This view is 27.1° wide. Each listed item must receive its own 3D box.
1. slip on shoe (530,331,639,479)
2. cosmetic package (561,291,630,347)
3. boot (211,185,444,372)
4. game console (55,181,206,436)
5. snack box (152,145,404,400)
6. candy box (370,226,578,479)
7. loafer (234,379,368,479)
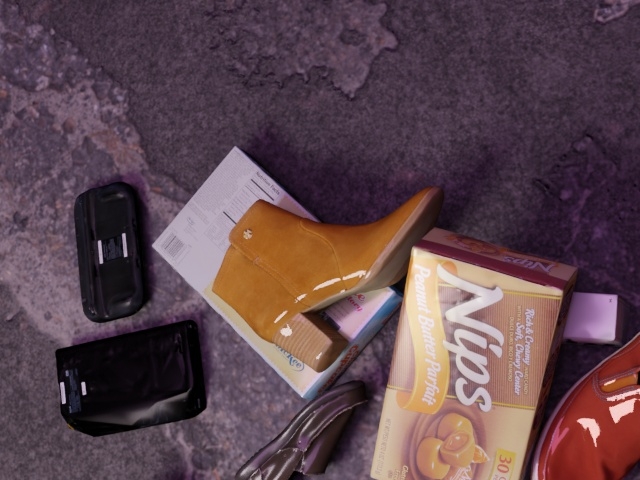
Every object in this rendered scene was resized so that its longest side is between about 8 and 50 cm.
[{"bbox_3d":[0.371,0.193,1.560,0.123,0.101,0.331,42,96,-6],"label":"slip on shoe"},{"bbox_3d":[0.254,0.095,1.645,0.239,0.099,0.061,2,79,23],"label":"cosmetic package"},{"bbox_3d":[0.000,0.001,1.700,0.211,0.104,0.295,40,97,23],"label":"boot"},{"bbox_3d":[-0.280,0.090,1.892,0.213,0.044,0.361,-13,75,17],"label":"game console"},{"bbox_3d":[-0.060,0.042,1.802,0.322,0.060,0.187,43,96,23],"label":"snack box"},{"bbox_3d":[0.180,0.162,1.587,0.182,0.087,0.317,16,112,18],"label":"candy box"},{"bbox_3d":[-0.012,0.268,1.733,0.220,0.080,0.078,-44,76,13],"label":"loafer"}]
